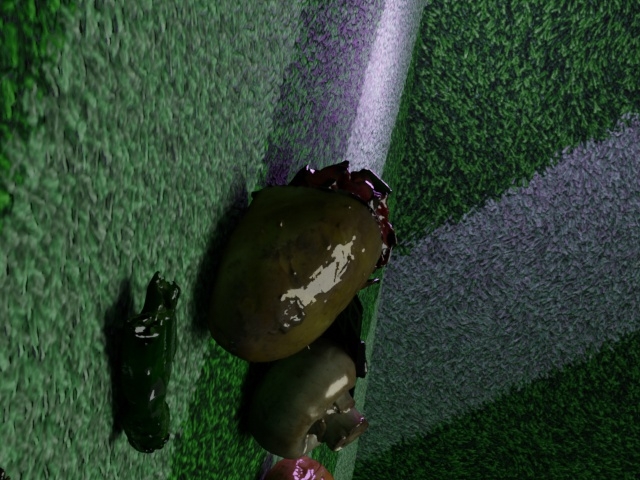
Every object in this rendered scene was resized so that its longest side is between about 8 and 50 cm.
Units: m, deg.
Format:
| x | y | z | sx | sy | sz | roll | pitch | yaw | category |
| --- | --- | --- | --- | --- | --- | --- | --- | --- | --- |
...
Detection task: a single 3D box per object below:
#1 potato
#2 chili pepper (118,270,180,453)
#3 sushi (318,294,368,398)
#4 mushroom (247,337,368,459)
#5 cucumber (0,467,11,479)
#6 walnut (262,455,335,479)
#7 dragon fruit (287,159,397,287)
| x | y | z | sx | sy | sz | roll | pitch | yaw | category |
| --- | --- | --- | --- | --- | --- | --- | --- | --- | --- |
| -0.056 | 0.060 | 1.401 | 0.229 | 0.229 | 0.266 | 91 | 23 | -48 | potato |
| -0.194 | 0.137 | 1.090 | 0.098 | 0.061 | 0.224 | -55 | 155 | -54 | chili pepper |
| 0.043 | 0.138 | 1.902 | 0.343 | 0.064 | 0.359 | -115 | -159 | -46 | sushi |
| -0.035 | 0.317 | 1.785 | 0.189 | 0.195 | 0.253 | -30 | 153 | -33 | mushroom |
| -0.286 | 0.287 | 0.746 | 0.069 | 0.069 | 0.227 | 83 | 19 | -62 | cucumber |
| -0.051 | 0.551 | 2.076 | 0.197 | 0.165 | 0.165 | -53 | 154 | -63 | walnut |
| 0.000 | 0.000 | 1.634 | 0.293 | 0.234 | 0.233 | -56 | 160 | -29 | dragon fruit |
